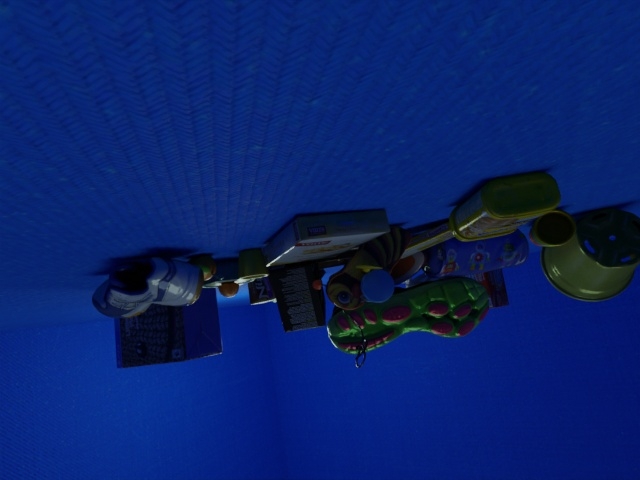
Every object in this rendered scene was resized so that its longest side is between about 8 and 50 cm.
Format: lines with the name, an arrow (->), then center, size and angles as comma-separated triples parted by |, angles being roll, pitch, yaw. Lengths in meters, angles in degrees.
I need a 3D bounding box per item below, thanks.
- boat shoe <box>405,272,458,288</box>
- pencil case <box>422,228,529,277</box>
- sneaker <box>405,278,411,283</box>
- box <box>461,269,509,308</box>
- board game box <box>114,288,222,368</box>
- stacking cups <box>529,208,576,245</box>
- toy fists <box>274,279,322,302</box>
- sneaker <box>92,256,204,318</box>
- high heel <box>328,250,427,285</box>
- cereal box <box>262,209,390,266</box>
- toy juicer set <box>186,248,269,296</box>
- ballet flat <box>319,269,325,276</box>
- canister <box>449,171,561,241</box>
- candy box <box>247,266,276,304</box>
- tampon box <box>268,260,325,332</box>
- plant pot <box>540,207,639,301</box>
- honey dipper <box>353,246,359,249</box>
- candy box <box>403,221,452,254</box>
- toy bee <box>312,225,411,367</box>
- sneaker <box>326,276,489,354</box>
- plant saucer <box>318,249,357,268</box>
boat shoe -> 0.523, 0.139, 1.754 | 0.320, 0.103, 0.118 | -37, 142, -7
pencil case -> 0.424, 0.025, 1.110 | 0.306, 0.133, 0.119 | -6, -158, -18
sneaker -> 0.341, 0.122, 1.757 | 0.115, 0.105, 0.281 | 24, 178, 7
box -> 0.657, 0.149, 1.633 | 0.122, 0.257, 0.128 | 0, 167, -37
board game box -> -0.454, 0.238, 1.179 | 0.291, 0.232, 0.141 | -15, 168, 28
stacking cups -> 0.642, -0.020, 1.148 | 0.096, 0.096, 0.316 | -13, 171, 19
toy fists -> -0.127, 0.229, 1.840 | 0.279, 0.096, 0.142 | -16, 167, 41
sneaker -> -0.381, 0.082, 0.809 | 0.296, 0.112, 0.131 | -16, 151, 26
high heel -> 0.197, 0.063, 1.230 | 0.181, 0.127, 0.377 | -23, -176, -42
cereal box -> 0.000, 0.000, 0.775 | 0.173, 0.047, 0.240 | -7, 170, -23
toy juicer set -> -0.265, 0.100, 0.983 | 0.209, 0.090, 0.329 | -5, 170, -24
ballet flat -> -0.077, 0.153, 1.441 | 0.095, 0.096, 0.280 | -17, 168, 37
canister -> 0.309, -0.054, 0.692 | 0.126, 0.073, 0.170 | -10, 169, -1
candy box -> -0.139, 0.116, 1.135 | 0.053, 0.109, 0.186 | -1, 167, -40
tampon box -> -0.050, 0.114, 0.954 | 0.101, 0.161, 0.120 | -10, -161, 5
plant pot -> 0.852, 0.029, 1.229 | 0.276, 0.276, 0.254 | -12, 159, 14
honey dipper -> 0.116, 0.013, 1.037 | 0.160, 0.030, 0.030 | -5, 170, 2
candy box -> 0.265, -0.004, 0.973 | 0.206, 0.027, 0.105 | -26, 161, 28
toy bee -> 0.074, 0.087, 0.854 | 0.162, 0.298, 0.195 | 24, 150, -3
sneaker -> 0.252, 0.187, 1.164 | 0.482, 0.185, 0.202 | -7, -164, -4
plant saucer -> 0.025, 0.051, 1.127 | 0.198, 0.036, 0.198 | -9, 172, -1
